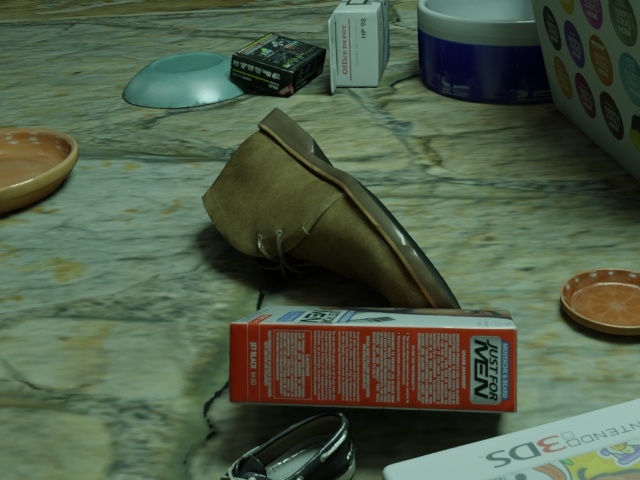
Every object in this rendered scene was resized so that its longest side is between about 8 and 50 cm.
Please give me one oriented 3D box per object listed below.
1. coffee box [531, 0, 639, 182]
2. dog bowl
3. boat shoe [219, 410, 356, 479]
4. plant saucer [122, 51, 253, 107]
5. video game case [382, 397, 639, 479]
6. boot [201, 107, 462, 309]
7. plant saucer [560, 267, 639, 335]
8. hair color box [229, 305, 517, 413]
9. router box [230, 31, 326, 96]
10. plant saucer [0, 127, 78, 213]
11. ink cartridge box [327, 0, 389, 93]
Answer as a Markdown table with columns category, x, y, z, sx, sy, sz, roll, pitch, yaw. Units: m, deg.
| category | x | y | z | sx | sy | sz | roll | pitch | yaw |
| --- | --- | --- | --- | --- | --- | --- | --- | --- | --- |
| coffee box | 0.404 | -0.271 | 0.799 | 0.338 | 0.334 | 0.337 | -19 | 28 | 3 |
| dog bowl | 0.261 | -0.272 | 1.136 | 0.265 | 0.104 | 0.265 | -3 | 27 | 2 |
| boat shoe | -0.032 | 0.134 | 0.471 | 0.125 | 0.038 | 0.046 | -20 | 31 | -28 |
| plant saucer | -0.186 | -0.236 | 1.212 | 0.195 | 0.037 | 0.195 | -3 | 27 | 2 |
| video game case | 0.159 | 0.152 | 0.374 | 0.206 | 0.026 | 0.227 | -12 | 27 | -10 |
| boot | 0.000 | 0.000 | 0.697 | 0.115 | 0.112 | 0.305 | -42 | 40 | -4 |
| plant saucer | 0.219 | 0.046 | 0.628 | 0.083 | 0.013 | 0.083 | -4 | 27 | 2 |
| hair color box | 0.035 | 0.071 | 0.533 | 0.167 | 0.053 | 0.093 | 1 | 2 | 9 |
| router box | -0.058 | -0.247 | 1.189 | 0.092 | 0.038 | 0.122 | 21 | 33 | 15 |
| plant saucer | -0.361 | -0.072 | 0.922 | 0.200 | 0.037 | 0.200 | -3 | 27 | 2 |
| ink cartridge box | 0.056 | -0.277 | 1.179 | 0.060 | 0.104 | 0.180 | 2 | 29 | 11 |
